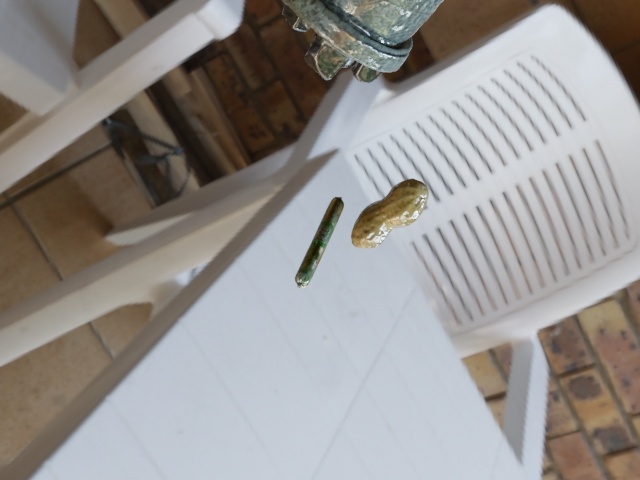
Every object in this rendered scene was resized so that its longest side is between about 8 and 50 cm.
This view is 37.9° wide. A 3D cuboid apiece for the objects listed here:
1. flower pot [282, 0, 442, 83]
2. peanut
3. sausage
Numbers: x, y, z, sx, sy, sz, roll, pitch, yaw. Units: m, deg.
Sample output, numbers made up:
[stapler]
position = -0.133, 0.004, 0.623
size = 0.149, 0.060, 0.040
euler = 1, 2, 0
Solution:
[flower pot]
position = 0.055, -0.445, 1.656
size = 0.299, 0.283, 0.299
euler = 28, 33, -20
[peanut]
position = 0.142, -0.050, 1.907
size = 0.089, 0.193, 0.089
euler = 47, 15, -17
[sausage]
position = 0.000, 0.000, 1.849
size = 0.033, 0.033, 0.269
euler = 51, 42, -26
